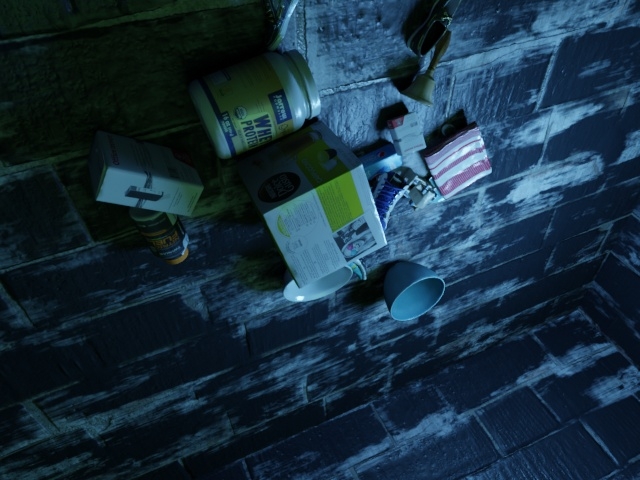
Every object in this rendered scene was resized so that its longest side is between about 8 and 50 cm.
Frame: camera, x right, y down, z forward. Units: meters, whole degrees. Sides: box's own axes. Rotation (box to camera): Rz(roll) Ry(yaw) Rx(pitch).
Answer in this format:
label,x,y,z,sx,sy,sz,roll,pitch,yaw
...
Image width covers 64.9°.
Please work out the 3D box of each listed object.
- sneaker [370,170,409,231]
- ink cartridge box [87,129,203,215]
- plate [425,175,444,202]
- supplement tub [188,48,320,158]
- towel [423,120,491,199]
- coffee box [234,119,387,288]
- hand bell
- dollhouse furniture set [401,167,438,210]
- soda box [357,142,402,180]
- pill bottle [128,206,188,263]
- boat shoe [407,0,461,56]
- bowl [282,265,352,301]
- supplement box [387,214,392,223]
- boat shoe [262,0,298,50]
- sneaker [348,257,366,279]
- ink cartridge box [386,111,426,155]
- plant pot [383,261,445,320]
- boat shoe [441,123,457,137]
label,x,y,z,sx,sy,sz,roll,pitch,yaw
sneaker,0.225,-0.155,1.847,0.128,0.315,0.182,29,136,-2
ink cartridge box,-0.498,-0.188,1.428,0.273,0.197,0.114,10,124,-38
plate,0.516,-0.242,2.145,0.188,0.024,0.188,-18,137,-17
supplement tub,-0.181,-0.386,1.408,0.316,0.228,0.228,-25,139,-9
towel,0.564,-0.310,2.044,0.237,0.037,0.329,-32,142,9
coffee box,-0.034,-0.120,1.647,0.335,0.337,0.338,-27,131,-5
hand bell,0.375,-0.579,1.680,0.126,0.126,0.241,11,113,-39
dollhouse furniture set,0.390,-0.169,2.000,0.129,0.183,0.129,25,115,-33
soda box,0.195,-0.280,1.873,0.210,0.067,0.071,-25,139,-7
pill bottle,-0.509,-0.029,1.631,0.131,0.130,0.245,-24,139,-10
boat shoe,0.372,-0.682,1.582,0.081,0.068,0.227,19,119,-43
bowl,-0.029,0.123,2.056,0.298,0.134,0.297,-16,152,-9
supplement box,0.143,-0.110,1.960,0.240,0.130,0.073,-1,134,-31
boat shoe,-0.127,-0.610,1.352,0.083,0.065,0.183,10,118,-36
sneaker,0.126,0.085,2.191,0.110,0.107,0.275,-21,137,17
ink cartridge box,0.307,-0.381,1.804,0.099,0.056,0.135,-22,105,-11
plant pot,0.415,0.214,2.402,0.290,0.195,0.290,-17,137,-17
boat shoe,0.523,-0.409,1.971,0.049,0.040,0.142,-45,138,15
